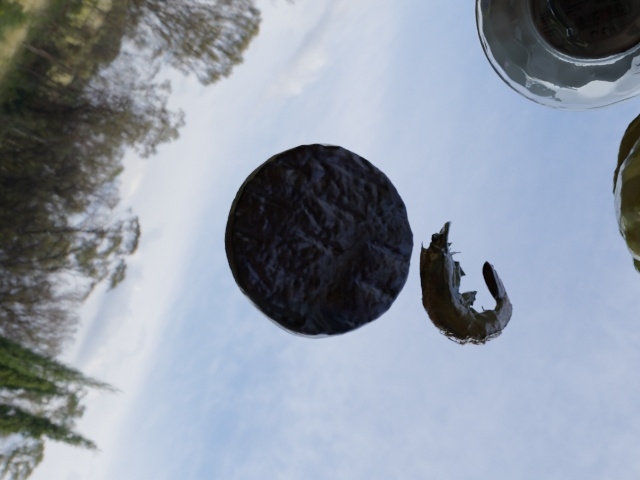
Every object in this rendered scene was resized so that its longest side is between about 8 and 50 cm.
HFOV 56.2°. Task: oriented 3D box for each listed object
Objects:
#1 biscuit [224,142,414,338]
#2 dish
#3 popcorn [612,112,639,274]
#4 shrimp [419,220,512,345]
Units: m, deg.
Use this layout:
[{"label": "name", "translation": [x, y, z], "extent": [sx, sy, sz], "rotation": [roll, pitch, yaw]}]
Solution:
[{"label": "biscuit", "translation": [0.000, 0.000, 1.248], "extent": [0.091, 0.407, 0.407], "rotation": [-15, -130, 67]}, {"label": "dish", "translation": [0.319, -0.284, 0.690], "extent": [0.303, 0.303, 0.120], "rotation": [-47, 178, 25]}, {"label": "popcorn", "translation": [0.409, -0.084, 0.493], "extent": [0.334, 0.293, 0.292], "rotation": [-34, -129, -6]}, {"label": "shrimp", "translation": [0.261, 0.076, 1.074], "extent": [0.058, 0.173, 0.253], "rotation": [103, -1, -51]}]
